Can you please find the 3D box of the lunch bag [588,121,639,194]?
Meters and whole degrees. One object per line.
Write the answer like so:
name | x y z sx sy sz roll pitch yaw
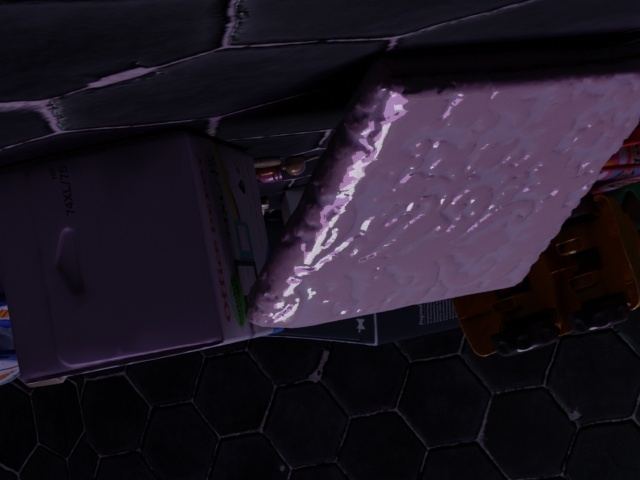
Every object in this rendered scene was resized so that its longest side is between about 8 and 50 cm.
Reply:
lunch bag | 0.254 -0.098 1.475 0.258 0.120 0.293 -14 175 40

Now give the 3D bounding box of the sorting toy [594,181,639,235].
sorting toy | 0.330 -0.069 1.634 0.348 0.196 0.047 -14 168 36

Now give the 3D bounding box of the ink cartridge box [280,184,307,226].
ink cartridge box | 0.000 0.000 2.048 0.093 0.154 0.212 -11 177 -3

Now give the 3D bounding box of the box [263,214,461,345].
box | 0.111 0.049 2.414 0.293 0.212 0.395 1 -173 43

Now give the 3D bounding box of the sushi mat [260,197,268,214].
sushi mat | -0.233 -0.023 2.070 0.317 0.019 0.151 -11 176 -4

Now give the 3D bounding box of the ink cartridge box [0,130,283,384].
ink cartridge box | -0.170 0.017 1.328 0.197 0.198 0.270 -11 178 10

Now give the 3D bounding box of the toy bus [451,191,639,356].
toy bus | 0.286 0.033 1.533 0.220 0.149 0.211 -21 170 38

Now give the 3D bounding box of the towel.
towel | 0.117 -0.048 1.221 0.317 0.053 0.332 -9 146 -31

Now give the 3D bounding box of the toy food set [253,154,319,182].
toy food set | -0.060 -0.081 1.587 0.122 0.019 0.078 -8 176 -44

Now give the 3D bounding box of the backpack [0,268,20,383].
backpack | -0.421 0.071 1.503 0.263 0.213 0.276 -21 178 -20

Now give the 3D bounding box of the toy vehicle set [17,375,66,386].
toy vehicle set | -0.262 0.055 1.622 0.267 0.035 0.166 -56 -164 -20
